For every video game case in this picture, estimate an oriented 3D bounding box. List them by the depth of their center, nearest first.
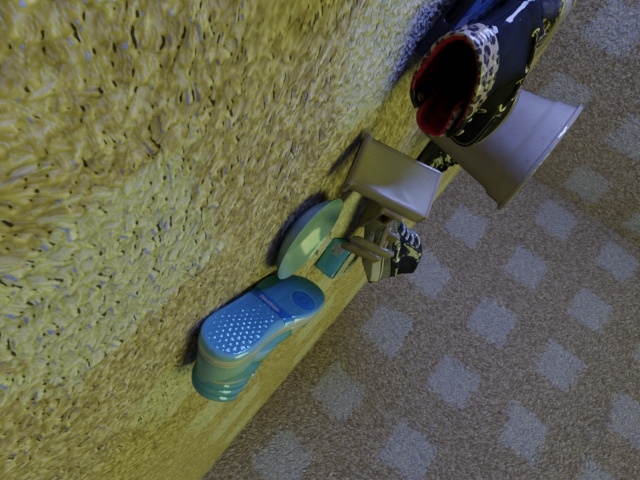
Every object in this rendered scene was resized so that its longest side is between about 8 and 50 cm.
[{"bbox_3d":[0.303,-0.426,0.804,0.248,0.035,0.274,-49,169,29],"label":"video game case"}]

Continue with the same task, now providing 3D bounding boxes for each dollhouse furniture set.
[{"bbox_3d":[0.112,-0.094,0.908,0.242,0.160,0.212,141,-27,-73],"label":"dollhouse furniture set"}]

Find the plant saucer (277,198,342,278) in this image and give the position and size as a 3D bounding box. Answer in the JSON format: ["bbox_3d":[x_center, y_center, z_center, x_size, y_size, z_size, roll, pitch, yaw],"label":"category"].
[{"bbox_3d":[-0.030,-0.011,0.859,0.195,0.037,0.195,-49,167,-16],"label":"plant saucer"}]

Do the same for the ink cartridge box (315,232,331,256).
[{"bbox_3d":[0.000,0.000,1.014,0.048,0.028,0.083,-49,167,-15],"label":"ink cartridge box"}]

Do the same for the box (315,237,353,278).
[{"bbox_3d":[0.064,0.050,1.305,0.101,0.060,0.244,-55,167,8],"label":"box"}]

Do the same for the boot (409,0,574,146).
[{"bbox_3d":[0.279,-0.279,0.822,0.284,0.138,0.377,-39,165,-27],"label":"boot"}]

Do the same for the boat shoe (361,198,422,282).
[{"bbox_3d":[0.213,-0.024,1.246,0.157,0.127,0.341,-9,137,-11],"label":"boat shoe"}]

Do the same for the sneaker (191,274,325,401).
[{"bbox_3d":[-0.132,0.197,0.887,0.318,0.127,0.208,-21,146,-49],"label":"sneaker"}]

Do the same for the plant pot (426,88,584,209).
[{"bbox_3d":[0.481,-0.307,1.235,0.334,0.305,0.334,-49,167,-16],"label":"plant pot"}]

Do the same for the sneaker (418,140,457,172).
[{"bbox_3d":[0.441,-0.299,1.494,0.341,0.139,0.125,-51,169,1],"label":"sneaker"}]
